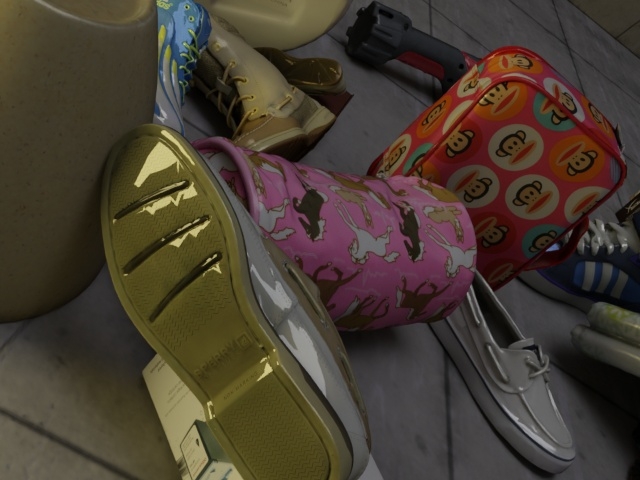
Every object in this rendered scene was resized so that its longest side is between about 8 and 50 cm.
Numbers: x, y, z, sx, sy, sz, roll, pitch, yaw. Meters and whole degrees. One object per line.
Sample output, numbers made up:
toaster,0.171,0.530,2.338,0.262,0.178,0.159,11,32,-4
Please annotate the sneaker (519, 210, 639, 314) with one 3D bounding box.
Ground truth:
sneaker,0.439,-0.007,1.404,0.322,0.236,0.130,30,32,-22

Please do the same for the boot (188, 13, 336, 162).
boot,-0.102,-0.166,1.108,0.203,0.095,0.262,44,28,1

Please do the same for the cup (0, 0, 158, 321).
cup,-0.261,-0.137,0.744,0.331,0.237,0.331,29,33,-21

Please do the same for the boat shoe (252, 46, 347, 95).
boat shoe,-0.041,-0.218,1.253,0.048,0.153,0.056,59,41,-65

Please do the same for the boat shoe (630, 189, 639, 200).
boat shoe,0.638,-0.021,1.837,0.063,0.059,0.170,17,59,-33

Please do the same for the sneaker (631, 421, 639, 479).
sneaker,0.459,0.285,1.232,0.087,0.083,0.221,53,36,-5

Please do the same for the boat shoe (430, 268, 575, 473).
boat shoe,0.219,0.146,1.102,0.095,0.084,0.258,-9,57,-54

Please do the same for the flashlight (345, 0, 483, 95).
flashlight,0.179,-0.300,1.622,0.304,0.103,0.103,15,74,-33

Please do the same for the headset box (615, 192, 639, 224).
headset box,0.668,0.057,1.648,0.218,0.110,0.293,24,36,-28

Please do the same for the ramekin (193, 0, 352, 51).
ramekin,-0.077,-0.378,1.245,0.277,0.277,0.135,23,43,-30

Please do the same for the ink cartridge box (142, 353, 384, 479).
ink cartridge box,-0.042,0.164,0.773,0.139,0.082,0.191,6,44,-46

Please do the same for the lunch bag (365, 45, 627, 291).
lunch bag,0.223,-0.065,1.170,0.258,0.293,0.120,37,32,-18

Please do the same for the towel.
towel,0.557,0.191,1.266,0.374,0.090,0.320,23,6,40

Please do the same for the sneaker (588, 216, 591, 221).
sneaker,0.425,-0.020,1.582,0.073,0.063,0.162,51,31,8

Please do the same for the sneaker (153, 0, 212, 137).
sneaker,-0.168,-0.204,1.033,0.240,0.126,0.091,61,-4,30

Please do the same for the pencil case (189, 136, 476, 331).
pencil case,0.000,0.000,0.935,0.167,0.160,0.386,34,18,35

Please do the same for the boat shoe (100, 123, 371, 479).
boat shoe,-0.062,0.053,0.710,0.302,0.113,0.103,63,22,8

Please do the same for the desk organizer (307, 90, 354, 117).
desk organizer,-0.001,-0.178,1.294,0.050,0.047,0.130,38,30,-4
